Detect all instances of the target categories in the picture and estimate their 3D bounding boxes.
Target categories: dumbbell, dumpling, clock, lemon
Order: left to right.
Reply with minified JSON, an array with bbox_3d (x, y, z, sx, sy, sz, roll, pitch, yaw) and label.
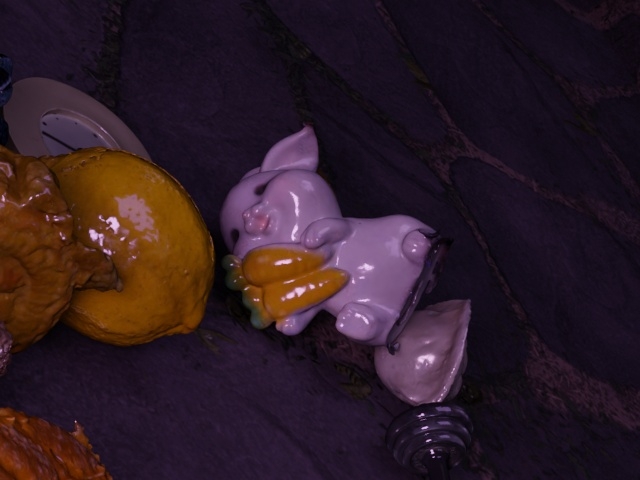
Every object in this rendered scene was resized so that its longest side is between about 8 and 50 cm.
[{"bbox_3d":[-0.297,-0.104,2.371,0.235,0.029,0.235,32,31,-22],"label":"clock"},{"bbox_3d":[-0.229,0.006,2.109,0.260,0.204,0.204,43,27,-3],"label":"lemon"},{"bbox_3d":[0.146,0.138,2.476,0.111,0.155,0.181,26,13,-45],"label":"dumpling"},{"bbox_3d":[0.146,0.301,2.309,0.110,0.110,0.255,23,40,-34],"label":"dumbbell"}]

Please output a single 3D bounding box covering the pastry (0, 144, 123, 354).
[{"bbox_3d":[-0.350,0.001,1.910,0.240,0.235,0.132,54,8,-46],"label":"pastry"}]

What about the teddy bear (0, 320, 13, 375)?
[{"bbox_3d":[-0.385,0.158,1.762,0.182,0.129,0.251,20,43,26],"label":"teddy bear"}]

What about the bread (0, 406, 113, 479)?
[{"bbox_3d":[-0.268,0.295,1.565,0.279,0.207,0.279,59,10,26],"label":"bread"}]

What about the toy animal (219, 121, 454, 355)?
[{"bbox_3d":[-0.002,-0.001,2.433,0.310,0.183,0.247,27,28,15],"label":"toy animal"}]

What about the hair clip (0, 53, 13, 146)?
[{"bbox_3d":[-0.452,-0.171,2.052,0.310,0.206,0.194,-2,54,-56],"label":"hair clip"}]

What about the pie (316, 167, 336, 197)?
[{"bbox_3d":[-0.019,-0.073,2.696,0.092,0.034,0.170,48,21,13],"label":"pie"}]
